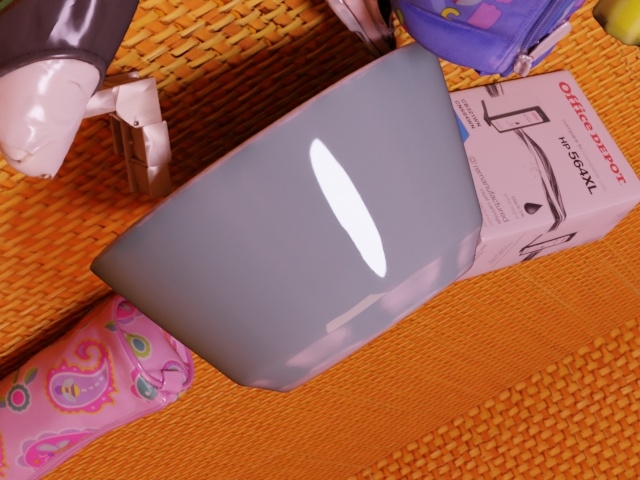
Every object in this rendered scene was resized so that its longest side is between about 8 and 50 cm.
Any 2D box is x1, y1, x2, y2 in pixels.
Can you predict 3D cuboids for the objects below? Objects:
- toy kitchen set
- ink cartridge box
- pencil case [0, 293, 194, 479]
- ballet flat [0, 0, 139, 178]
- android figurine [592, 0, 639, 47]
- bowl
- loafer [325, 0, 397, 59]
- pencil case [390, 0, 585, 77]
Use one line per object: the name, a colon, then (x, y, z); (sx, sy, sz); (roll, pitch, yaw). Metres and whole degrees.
toy kitchen set: (-0.152, -0.069, 1.094); (0.075, 0.083, 0.068); (-17, -159, -27)
ink cartridge box: (0.167, -0.061, 1.424); (0.203, 0.148, 0.086); (-16, 157, -34)
pencil case: (-0.255, 0.163, 1.496); (0.284, 0.124, 0.124); (-34, 161, 18)
ballet flat: (-0.212, -0.065, 0.966); (0.280, 0.096, 0.095); (-31, 161, 12)
android figurine: (0.268, -0.253, 1.005); (0.273, 0.056, 0.248); (-55, -174, 30)
bowl: (0.000, 0.000, 1.203); (0.311, 0.163, 0.311); (-35, 179, -1)
loafer: (0.037, -0.162, 1.136); (0.039, 0.045, 0.125); (-37, 158, 8)
pencil case: (0.151, -0.220, 0.992); (0.119, 0.133, 0.306); (-15, 157, -31)
